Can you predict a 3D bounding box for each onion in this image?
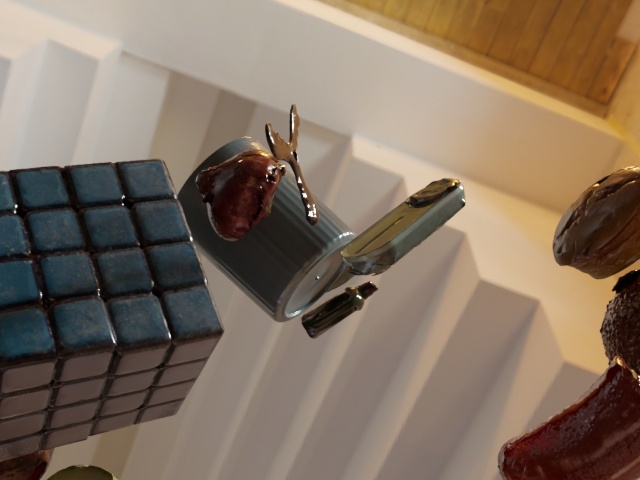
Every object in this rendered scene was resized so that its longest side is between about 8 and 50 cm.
[{"bbox_3d":[-0.154,-0.092,1.548,0.184,0.147,0.184,-52,-156,34],"label":"onion"}]

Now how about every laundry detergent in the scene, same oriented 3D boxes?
[{"bbox_3d":[0.055,0.176,2.238,0.221,0.078,0.144,-30,-179,1],"label":"laundry detergent"}]

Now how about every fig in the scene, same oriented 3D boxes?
[{"bbox_3d":[-0.680,0.428,1.779,0.263,0.224,0.224,-36,172,-24],"label":"fig"}]

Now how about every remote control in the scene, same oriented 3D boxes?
[{"bbox_3d":[0.132,-0.023,1.303,0.247,0.052,0.104,-36,-162,-30],"label":"remote control"}]

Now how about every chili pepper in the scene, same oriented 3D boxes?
[{"bbox_3d":[0.299,0.303,1.094,0.338,0.131,0.135,-41,-123,11],"label":"chili pepper"}]

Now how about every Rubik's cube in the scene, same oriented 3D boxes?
[{"bbox_3d":[-0.391,0.108,1.354,0.345,0.337,0.344,64,-34,26],"label":"Rubik's cube"}]

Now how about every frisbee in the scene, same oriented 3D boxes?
[{"bbox_3d":[-0.042,-0.146,1.333,0.211,0.012,0.188,58,25,-50],"label":"frisbee"}]

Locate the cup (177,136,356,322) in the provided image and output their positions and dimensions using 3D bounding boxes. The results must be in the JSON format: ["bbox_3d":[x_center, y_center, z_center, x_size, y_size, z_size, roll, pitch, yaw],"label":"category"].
[{"bbox_3d":[-0.115,0.001,1.778,0.256,0.311,0.331,-39,160,-26],"label":"cup"}]

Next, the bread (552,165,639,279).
[{"bbox_3d":[0.610,-0.036,1.790,0.270,0.142,0.195,-49,-162,41],"label":"bread"}]

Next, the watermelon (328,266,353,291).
[{"bbox_3d":[0.010,0.008,2.093,0.207,0.136,0.202,43,-53,34],"label":"watermelon"}]

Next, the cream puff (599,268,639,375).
[{"bbox_3d":[0.757,0.213,1.750,0.229,0.350,0.351,-81,-167,-67],"label":"cream puff"}]

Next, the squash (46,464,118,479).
[{"bbox_3d":[-0.506,0.582,1.781,0.041,0.219,0.219,94,13,-70],"label":"squash"}]
